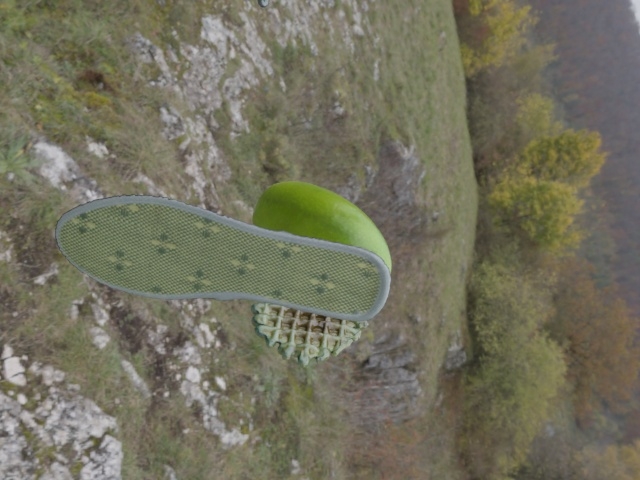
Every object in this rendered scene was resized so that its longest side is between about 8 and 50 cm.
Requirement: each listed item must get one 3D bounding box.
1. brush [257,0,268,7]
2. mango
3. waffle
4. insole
[{"bbox_3d":[-0.050,-0.300,0.455,0.266,0.027,0.062,108,-19,-66],"label":"brush"},{"bbox_3d":[0.000,0.000,0.998,0.156,0.343,0.192,-27,122,-27],"label":"mango"},{"bbox_3d":[-0.037,0.225,1.543,0.309,0.291,0.056,-25,135,-35],"label":"waffle"},{"bbox_3d":[-0.094,0.020,0.512,0.007,0.322,0.109,-75,176,-65],"label":"insole"}]
